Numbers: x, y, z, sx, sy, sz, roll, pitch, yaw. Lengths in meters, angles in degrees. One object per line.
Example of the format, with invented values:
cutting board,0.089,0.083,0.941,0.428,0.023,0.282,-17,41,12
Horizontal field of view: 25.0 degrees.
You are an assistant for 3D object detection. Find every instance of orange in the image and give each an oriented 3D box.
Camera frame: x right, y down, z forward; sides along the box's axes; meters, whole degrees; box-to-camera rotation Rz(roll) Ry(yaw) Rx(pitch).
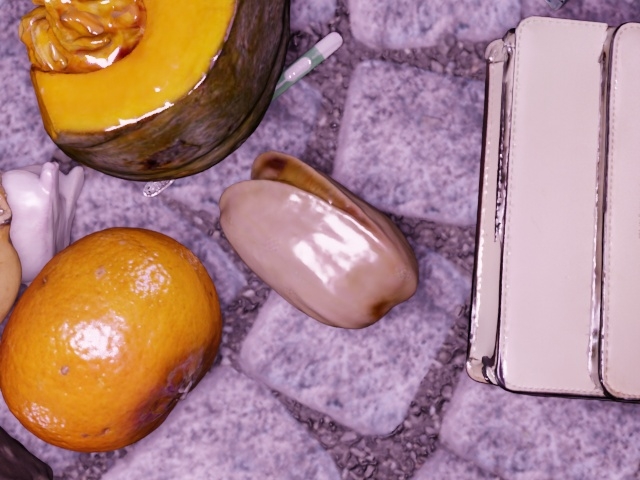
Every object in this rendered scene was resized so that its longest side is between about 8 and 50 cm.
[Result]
orange,-0.192,0.098,1.351,0.170,0.224,0.224,35,86,19

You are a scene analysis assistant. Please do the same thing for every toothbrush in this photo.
toothbrush,-0.079,-0.127,1.463,0.257,0.024,0.018,-39,89,-4

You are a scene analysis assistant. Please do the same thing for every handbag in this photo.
handbag,0.279,-0.025,1.400,0.237,0.160,0.358,4,87,-9

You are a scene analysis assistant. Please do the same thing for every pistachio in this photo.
pistachio,0.000,0.000,1.405,0.206,0.131,0.129,38,45,0

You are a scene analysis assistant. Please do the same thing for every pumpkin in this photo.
pumpkin,-0.154,-0.210,1.362,0.256,0.225,0.303,-8,87,3

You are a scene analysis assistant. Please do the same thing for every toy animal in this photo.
toy animal,-0.369,-0.059,1.392,0.282,0.140,0.138,23,101,-2

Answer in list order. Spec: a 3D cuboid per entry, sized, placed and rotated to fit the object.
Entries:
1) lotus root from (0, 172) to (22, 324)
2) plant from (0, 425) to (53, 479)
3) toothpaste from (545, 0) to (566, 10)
lotus root,-0.340,0.038,1.293,0.125,0.118,0.221,40,85,-30
plant,-0.353,0.264,1.356,0.276,0.199,0.188,44,93,5
toothpaste,0.155,-0.383,1.462,0.081,0.067,0.336,-44,88,0
